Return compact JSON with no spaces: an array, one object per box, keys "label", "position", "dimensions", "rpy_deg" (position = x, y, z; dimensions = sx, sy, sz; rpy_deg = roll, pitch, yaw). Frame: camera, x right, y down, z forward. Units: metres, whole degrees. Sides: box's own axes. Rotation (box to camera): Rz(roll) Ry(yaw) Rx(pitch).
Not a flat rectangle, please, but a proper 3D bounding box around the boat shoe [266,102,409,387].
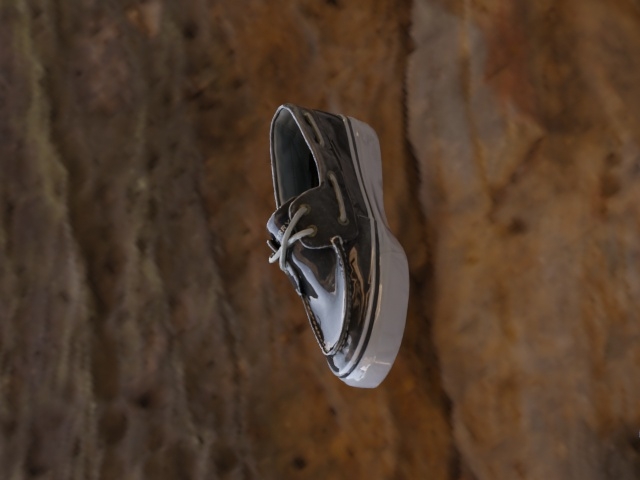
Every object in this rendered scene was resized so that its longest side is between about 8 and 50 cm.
[{"label":"boat shoe","position":[0.000,0.000,1.401],"dimensions":[0.119,0.121,0.335],"rpy_deg":[16,-140,-24]}]
